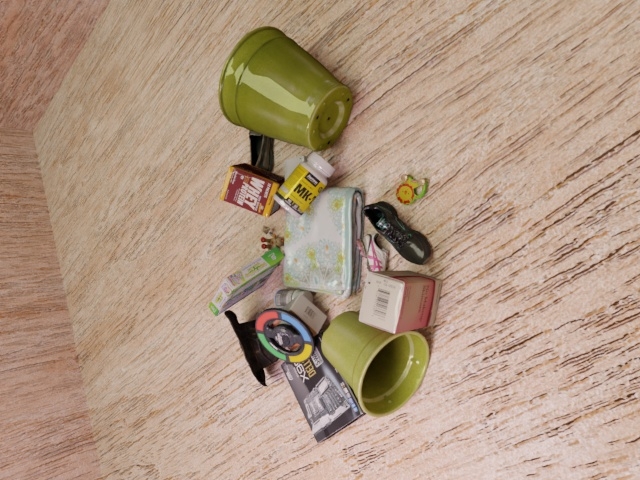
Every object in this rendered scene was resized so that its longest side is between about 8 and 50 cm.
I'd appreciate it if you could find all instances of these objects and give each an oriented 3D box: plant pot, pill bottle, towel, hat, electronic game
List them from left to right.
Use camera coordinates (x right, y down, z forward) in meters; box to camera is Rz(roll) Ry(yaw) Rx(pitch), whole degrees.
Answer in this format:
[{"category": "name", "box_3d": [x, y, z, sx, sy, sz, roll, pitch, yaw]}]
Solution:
[{"category": "hat", "box_3d": [-0.231, 0.378, 1.851, 0.134, 0.331, 0.331, -29, 65, -6]}, {"category": "electronic game", "box_3d": [-0.123, 0.327, 1.680, 0.229, 0.048, 0.229, 14, 125, 21]}, {"category": "plant pot", "box_3d": [-0.093, -0.488, 1.682, 0.353, 0.366, 0.366, 34, 110, 24]}, {"category": "pill bottle", "box_3d": [-0.099, 0.217, 1.804, 0.137, 0.078, 0.078, -5, 85, 39]}, {"category": "pill bottle", "box_3d": [-0.053, -0.191, 1.666, 0.208, 0.119, 0.119, -51, 57, 5]}, {"category": "towel", "box_3d": [0.000, 0.000, 1.724, 0.321, 0.090, 0.374, 4, 91, 39]}, {"category": "plant pot", "box_3d": [0.143, 0.347, 1.500, 0.254, 0.276, 0.276, 28, 106, 49]}]

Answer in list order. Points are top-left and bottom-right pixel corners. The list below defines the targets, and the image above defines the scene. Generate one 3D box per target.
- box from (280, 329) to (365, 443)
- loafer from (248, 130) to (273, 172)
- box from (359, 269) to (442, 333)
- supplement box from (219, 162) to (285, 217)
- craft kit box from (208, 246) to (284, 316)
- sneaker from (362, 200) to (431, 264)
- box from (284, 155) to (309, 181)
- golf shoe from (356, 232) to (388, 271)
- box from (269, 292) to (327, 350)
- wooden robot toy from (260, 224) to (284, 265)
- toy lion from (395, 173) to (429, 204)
[{"category": "box", "box_3d": [0.016, 0.501, 1.697, 0.242, 0.077, 0.307, -44, 62, 30]}, {"category": "loafer", "box_3d": [-0.243, -0.396, 1.944, 0.096, 0.084, 0.267, -12, 80, 39]}, {"category": "box", "box_3d": [0.236, 0.172, 1.424, 0.127, 0.232, 0.148, 14, 97, 39]}, {"category": "supplement box", "box_3d": [-0.240, -0.191, 1.816, 0.191, 0.194, 0.129, 21, 104, 3]}, {"category": "craft kit box", "box_3d": [-0.272, 0.152, 1.797, 0.061, 0.250, 0.246, 51, 140, 6]}, {"category": "sneaker", "box_3d": [0.229, -0.021, 1.523, 0.267, 0.106, 0.101, 48, 116, 29]}, {"category": "box", "box_3d": [-0.068, -0.247, 1.790, 0.102, 0.087, 0.101, -5, 85, 40]}, {"category": "golf shoe", "box_3d": [0.185, 0.065, 1.578, 0.086, 0.067, 0.186, -25, 82, 10]}, {"category": "box", "box_3d": [-0.086, 0.291, 1.732, 0.130, 0.091, 0.170, 42, 130, -7]}, {"category": "wooden robot toy", "box_3d": [-0.177, 0.017, 1.887, 0.079, 0.076, 0.173, -14, 79, 28]}, {"category": "toy lion", "box_3d": [0.283, -0.155, 1.533, 0.100, 0.034, 0.096, 19, 108, 38]}]
